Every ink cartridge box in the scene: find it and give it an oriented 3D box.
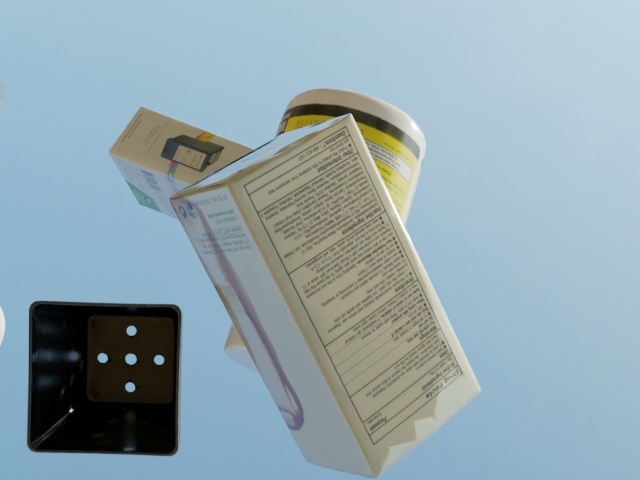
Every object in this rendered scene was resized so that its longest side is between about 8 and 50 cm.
[{"bbox_3d":[-0.179,-0.088,1.497,0.212,0.154,0.093,23,-113,21],"label":"ink cartridge box"}]

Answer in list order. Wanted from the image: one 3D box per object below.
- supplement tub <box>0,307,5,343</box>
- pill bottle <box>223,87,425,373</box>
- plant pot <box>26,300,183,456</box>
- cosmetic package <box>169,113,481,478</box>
[{"bbox_3d":[-0.672,0.105,1.710,0.191,0.191,0.272,-39,-125,-22],"label":"supplement tub"},{"bbox_3d":[0.000,0.000,1.248,0.188,0.188,0.334,8,-112,26],"label":"pill bottle"},{"bbox_3d":[-0.262,0.165,1.336,0.188,0.187,0.167,1,-178,2],"label":"plant pot"},{"bbox_3d":[0.006,0.052,0.958,0.153,0.296,0.129,-32,-167,-30],"label":"cosmetic package"}]
